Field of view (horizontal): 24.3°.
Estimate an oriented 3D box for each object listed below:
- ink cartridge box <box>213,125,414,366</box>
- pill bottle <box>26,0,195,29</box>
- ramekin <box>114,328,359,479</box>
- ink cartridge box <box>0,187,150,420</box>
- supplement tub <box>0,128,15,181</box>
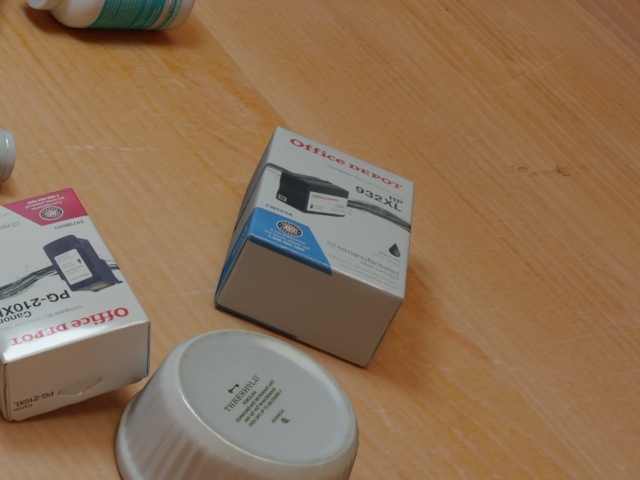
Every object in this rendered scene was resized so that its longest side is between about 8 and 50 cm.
[{"bbox_3d":[0.000,0.000,2.021,0.223,0.129,0.307,22,31,-7],"label":"ink cartridge box"},{"bbox_3d":[-0.337,-0.409,2.359,0.264,0.146,0.146,-6,44,-43],"label":"pill bottle"},{"bbox_3d":[-0.081,0.215,1.640,0.273,0.127,0.273,20,32,-13],"label":"ramekin"},{"bbox_3d":[-0.314,0.067,1.670,0.172,0.100,0.237,-16,49,-25],"label":"ink cartridge box"},{"bbox_3d":[-0.452,-0.112,1.901,0.107,0.071,0.071,4,38,-35],"label":"supplement tub"}]
